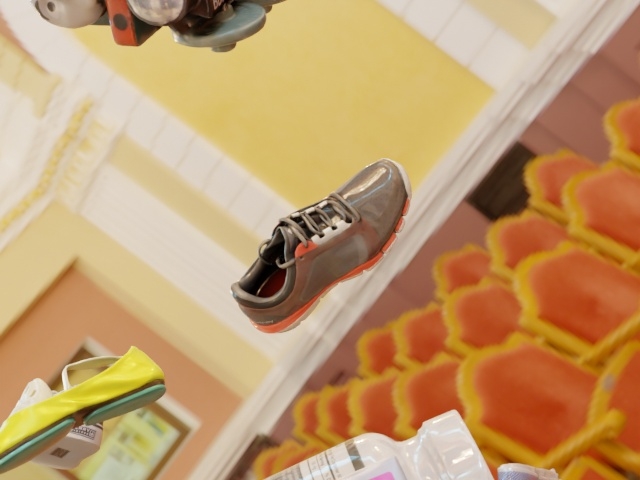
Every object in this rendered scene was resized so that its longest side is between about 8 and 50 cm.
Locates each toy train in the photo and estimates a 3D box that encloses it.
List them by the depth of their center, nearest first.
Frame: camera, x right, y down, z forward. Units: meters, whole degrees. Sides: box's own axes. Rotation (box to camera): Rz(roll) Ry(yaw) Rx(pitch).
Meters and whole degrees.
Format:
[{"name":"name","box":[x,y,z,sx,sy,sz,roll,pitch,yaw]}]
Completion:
[{"name":"toy train","box":[-0.113,-0.259,1.043,0.334,0.190,0.142,-60,-33,-53]}]

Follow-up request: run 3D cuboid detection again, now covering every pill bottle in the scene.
[{"name":"pill bottle","box":[0.023,0.341,1.369,0.363,0.210,0.210,-24,0,-1]}]

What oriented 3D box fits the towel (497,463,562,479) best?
[{"name":"towel","box":[0.238,0.376,1.293,0.034,0.284,0.209,-11,-18,20]}]

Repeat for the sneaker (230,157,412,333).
[{"name":"sneaker","box":[0.000,0.000,0.874,0.158,0.061,0.065,-48,-35,0]}]

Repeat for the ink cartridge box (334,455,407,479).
[{"name":"ink cartridge box","box":[0.039,0.351,0.997,0.186,0.311,0.065,-22,-24,-4]}]

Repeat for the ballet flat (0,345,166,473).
[{"name":"ballet flat","box":[-0.278,0.178,1.353,0.231,0.077,0.077,-23,-18,-34]}]

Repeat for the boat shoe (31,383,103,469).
[{"name":"boat shoe","box":[-0.409,0.284,1.929,0.306,0.113,0.104,-39,34,60]}]
